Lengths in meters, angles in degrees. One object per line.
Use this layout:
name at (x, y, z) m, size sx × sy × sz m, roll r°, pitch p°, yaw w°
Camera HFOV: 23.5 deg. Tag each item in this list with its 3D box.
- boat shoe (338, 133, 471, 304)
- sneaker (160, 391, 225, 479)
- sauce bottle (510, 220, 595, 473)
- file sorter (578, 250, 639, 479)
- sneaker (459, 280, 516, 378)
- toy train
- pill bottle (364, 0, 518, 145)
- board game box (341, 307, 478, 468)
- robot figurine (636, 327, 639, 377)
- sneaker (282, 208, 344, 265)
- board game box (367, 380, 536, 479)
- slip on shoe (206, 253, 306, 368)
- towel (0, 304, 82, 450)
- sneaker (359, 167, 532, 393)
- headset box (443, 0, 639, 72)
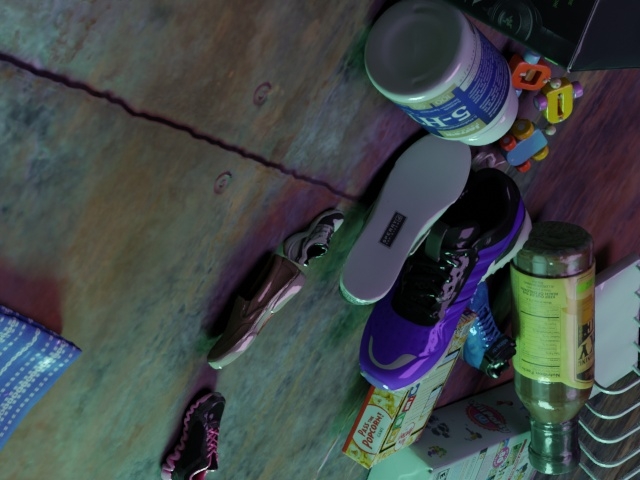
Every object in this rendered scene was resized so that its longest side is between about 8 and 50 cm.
boat shoe at (0.085, -0.026, 1.689) m, size 0.219 × 0.078 × 0.070 m, roll -54°, pitch -178°, yaw -11°
sneaker at (-0.123, 0.219, 1.644) m, size 0.047 × 0.057 × 0.119 m, roll 3°, pitch 116°, yaw -52°
sauce bottle at (0.306, 0.146, 2.026) m, size 0.111 × 0.111 × 0.344 m, roll -28°, pitch 125°, yaw -37°
file sorter at (0.429, 0.198, 2.226) m, size 0.193 × 0.173 × 0.277 m, roll -30°, pitch 143°, yaw -14°
sneaker at (0.216, 0.115, 1.973) m, size 0.058 × 0.085 × 0.152 m, roll -34°, pitch 143°, yaw -30°
toy train at (0.230, -0.154, 1.782) m, size 0.125 × 0.046 × 0.166 m, roll 1°, pitch 129°, yaw -30°
pill bottle at (0.131, -0.165, 1.568) m, size 0.112 × 0.112 × 0.187 m, roll -56°, pitch 148°, yaw 2°
board game box at (0.112, 0.176, 1.906) m, size 0.147 × 0.045 × 0.193 m, roll -15°, pitch 132°, yaw -60°
robot figurine at (0.588, 0.161, 2.431) m, size 0.209 × 0.174 × 0.278 m, roll -37°, pitch 145°, yaw -26°
sneaker at (0.000, 0.000, 1.621) m, size 0.083 × 0.037 × 0.032 m, roll -39°, pitch 143°, yaw -27°
board game box at (0.183, 0.338, 2.132) m, size 0.303 × 0.097 × 0.224 m, roll -12°, pitch 129°, yaw -47°
slip on shoe at (-0.074, 0.072, 1.590) m, size 0.135 × 0.051 × 0.041 m, roll -45°, pitch 109°, yaw 0°
towel at (-0.358, 0.138, 1.270) m, size 0.243 × 0.040 × 0.336 m, roll -54°, pitch 149°, yaw -1°
sneaker at (0.131, 0.031, 1.759) m, size 0.293 × 0.102 × 0.146 m, roll -54°, pitch 157°, yaw -17°
headset box at (0.224, -0.268, 1.432) m, size 0.246 × 0.283 × 0.131 m, roll -10°, pitch 127°, yaw -50°
